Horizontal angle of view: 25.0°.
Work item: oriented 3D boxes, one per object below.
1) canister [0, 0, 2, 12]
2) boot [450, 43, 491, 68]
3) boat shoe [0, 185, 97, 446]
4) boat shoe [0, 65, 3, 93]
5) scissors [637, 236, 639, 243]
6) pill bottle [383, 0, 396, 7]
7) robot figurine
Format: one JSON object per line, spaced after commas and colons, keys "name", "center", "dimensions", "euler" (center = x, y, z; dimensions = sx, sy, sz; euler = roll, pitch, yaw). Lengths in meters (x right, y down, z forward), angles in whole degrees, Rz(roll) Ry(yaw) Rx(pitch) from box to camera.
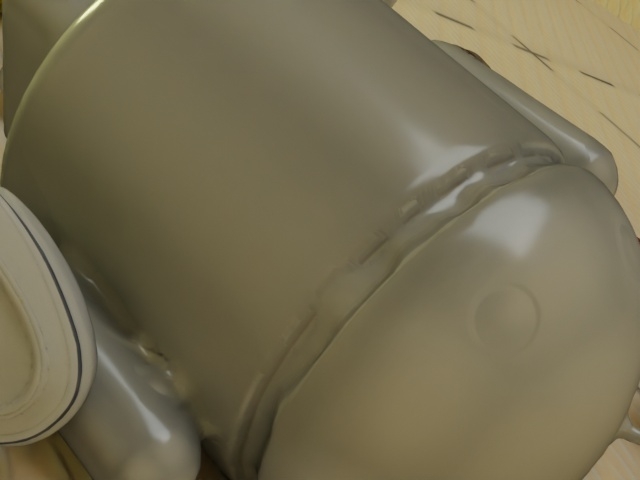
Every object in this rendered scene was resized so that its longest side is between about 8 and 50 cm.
{"name": "canister", "center": [-0.255, -0.218, 0.932], "dimensions": [0.170, 0.073, 0.126], "euler": [20, 24, -31]}
{"name": "boot", "center": [0.127, -0.092, 1.050], "dimensions": [0.118, 0.042, 0.087], "euler": [54, 14, 32]}
{"name": "boat shoe", "center": [-0.181, -0.021, 0.497], "dimensions": [0.258, 0.095, 0.084], "euler": [45, 2, -9]}
{"name": "boat shoe", "center": [-0.055, -0.049, 0.833], "dimensions": [0.268, 0.088, 0.096], "euler": [35, 20, 0]}
{"name": "scissors", "center": [0.273, 0.008, 1.248], "dimensions": [0.109, 0.021, 0.297], "euler": [27, 9, -35]}
{"name": "pill bottle", "center": [-0.005, -0.353, 1.545], "dimensions": [0.246, 0.136, 0.136], "euler": [32, 20, -8]}
{"name": "robot figurine", "center": [0.000, 0.000, 0.641], "dimensions": [0.300, 0.199, 0.353], "euler": [-32, 62, -28]}
